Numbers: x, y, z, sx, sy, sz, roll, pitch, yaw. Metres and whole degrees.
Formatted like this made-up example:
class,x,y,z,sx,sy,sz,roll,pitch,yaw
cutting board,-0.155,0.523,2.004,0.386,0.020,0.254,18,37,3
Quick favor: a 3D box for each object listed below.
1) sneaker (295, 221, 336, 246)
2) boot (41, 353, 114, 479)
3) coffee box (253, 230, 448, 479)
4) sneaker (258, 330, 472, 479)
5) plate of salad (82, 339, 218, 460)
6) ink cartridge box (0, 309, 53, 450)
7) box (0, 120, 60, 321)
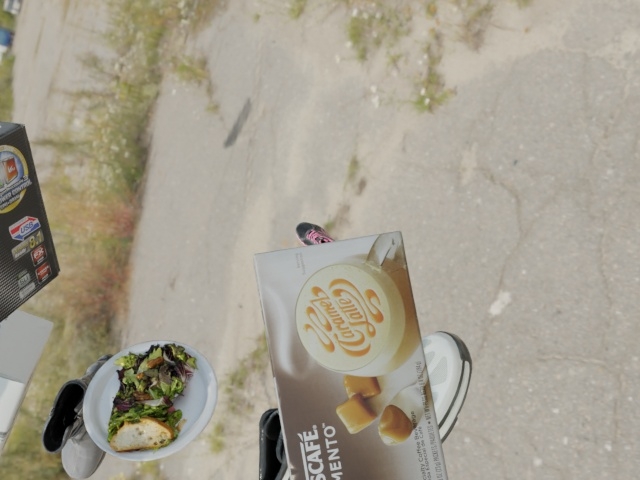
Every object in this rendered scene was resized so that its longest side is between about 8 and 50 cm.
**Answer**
class,x,y,z,sx,sy,sz,roll,pitch,yaw
sneaker,0.000,0.000,1.390,0.119,0.057,0.047,35,83,24
boot,-0.566,0.432,1.770,0.223,0.118,0.338,-44,-29,-73
coffee box,0.024,0.127,0.726,0.098,0.141,0.247,119,142,-80
sneaker,0.062,0.320,1.374,0.447,0.257,0.169,-50,43,10
plate of salad,-0.250,0.225,1.137,0.048,0.199,0.200,85,177,-49
ink cartridge box,-0.591,0.286,1.363,0.289,0.121,0.211,-62,16,19
box,-0.423,0.013,0.882,0.270,0.060,0.216,-52,-33,-53
